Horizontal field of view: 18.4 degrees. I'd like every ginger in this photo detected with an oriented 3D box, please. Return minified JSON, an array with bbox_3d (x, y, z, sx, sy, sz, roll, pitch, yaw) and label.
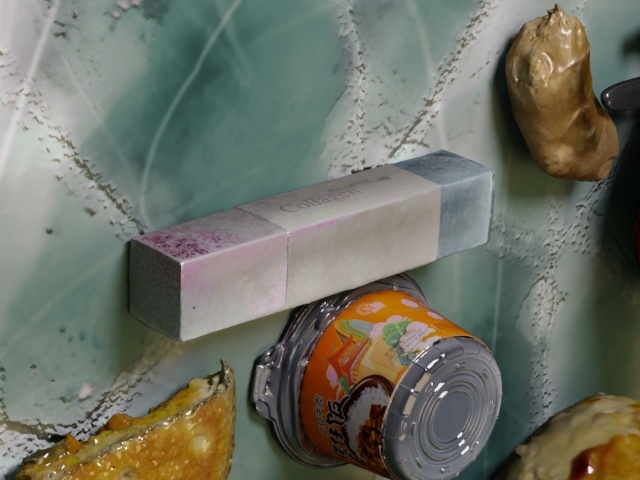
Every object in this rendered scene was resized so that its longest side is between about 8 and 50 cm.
[{"bbox_3d":[0.202,-0.111,1.648,0.095,0.069,0.190,-39,132,-19],"label":"ginger"}]

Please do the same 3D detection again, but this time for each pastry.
[{"bbox_3d":[0.238,0.239,1.742,0.256,0.237,0.170,-39,103,-22],"label":"pastry"}]

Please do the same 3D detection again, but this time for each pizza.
[{"bbox_3d":[-0.162,0.205,1.446,0.197,0.058,0.292,32,83,-46],"label":"pizza"}]

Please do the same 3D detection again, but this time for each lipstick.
[{"bbox_3d":[0.000,0.000,1.503,0.317,0.066,0.068,-17,120,-39],"label":"lipstick"}]

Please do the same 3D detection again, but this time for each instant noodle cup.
[{"bbox_3d":[0.063,0.121,1.576,0.208,0.125,0.177,-26,125,-34],"label":"instant noodle cup"}]

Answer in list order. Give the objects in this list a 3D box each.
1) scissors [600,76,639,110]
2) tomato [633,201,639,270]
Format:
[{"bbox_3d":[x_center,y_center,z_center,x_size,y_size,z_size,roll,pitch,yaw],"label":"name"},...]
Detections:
[{"bbox_3d":[0.287,-0.130,1.715,0.220,0.017,0.088,-16,123,-60],"label":"scissors"},{"bbox_3d":[0.427,-0.037,1.733,0.290,0.293,0.325,-23,138,-34],"label":"tomato"}]
